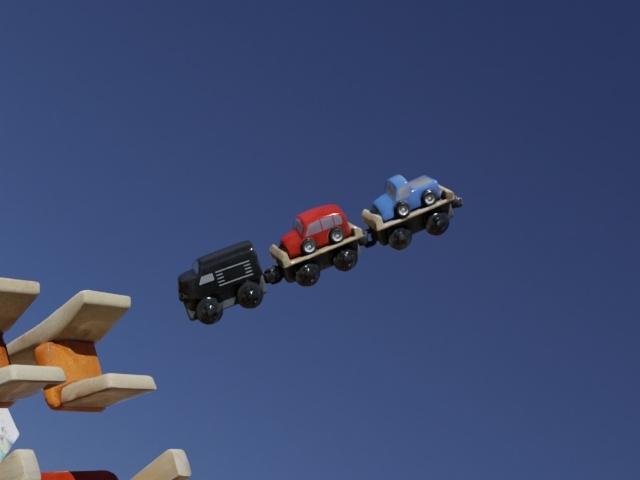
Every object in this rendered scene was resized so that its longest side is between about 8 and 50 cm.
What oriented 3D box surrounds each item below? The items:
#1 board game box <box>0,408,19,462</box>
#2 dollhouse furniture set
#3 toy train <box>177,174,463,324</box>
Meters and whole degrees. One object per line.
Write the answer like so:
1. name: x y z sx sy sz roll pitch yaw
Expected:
1. board game box: -0.290 0.111 1.157 0.026 0.103 0.154 -18 -73 12
2. dollhouse furniture set: -0.190 0.166 0.804 0.135 0.262 0.259 -31 -24 30
3. toy train: 0.000 0.000 0.769 0.027 0.158 0.036 -147 -142 -69
